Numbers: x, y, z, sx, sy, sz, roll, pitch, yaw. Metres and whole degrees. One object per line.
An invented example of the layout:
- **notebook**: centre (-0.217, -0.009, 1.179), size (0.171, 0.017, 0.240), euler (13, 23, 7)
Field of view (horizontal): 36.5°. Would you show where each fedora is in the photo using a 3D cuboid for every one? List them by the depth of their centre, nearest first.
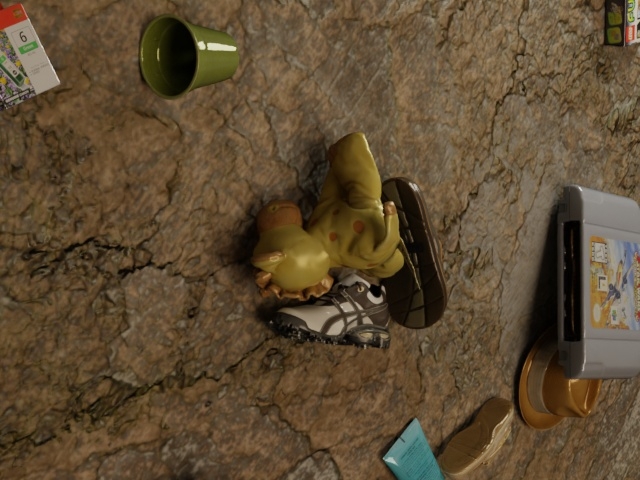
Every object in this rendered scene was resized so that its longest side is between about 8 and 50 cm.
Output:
- **fedora**: centre (0.401, 0.229, 1.577), size (0.194, 0.079, 0.194), euler (-15, 113, -38)

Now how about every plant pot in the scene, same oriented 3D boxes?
- **plant pot**: centre (-0.126, -0.186, 0.983), size (0.079, 0.083, 0.083), euler (-13, 112, -51)

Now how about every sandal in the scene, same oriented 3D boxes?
- **sandal**: centre (0.122, 0.015, 1.273), size (0.060, 0.090, 0.219), euler (-41, 123, -53)

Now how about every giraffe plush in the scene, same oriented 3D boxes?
- **giraffe plush**: centre (0.000, 0.000, 1.107), size (0.170, 0.210, 0.181), euler (-19, 132, -1)

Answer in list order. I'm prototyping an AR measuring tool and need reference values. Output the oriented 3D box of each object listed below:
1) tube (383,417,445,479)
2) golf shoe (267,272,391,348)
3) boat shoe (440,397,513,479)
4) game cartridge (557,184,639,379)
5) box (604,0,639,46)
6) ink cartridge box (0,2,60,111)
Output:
- **tube**: centre (0.155, 0.359, 1.422), size (0.080, 0.052, 0.207), euler (-49, 125, -33)
- **golf shoe**: centre (0.012, 0.083, 1.196), size (0.198, 0.077, 0.094), euler (11, 85, -50)
- **boat shoe**: centre (0.243, 0.310, 1.467), size (0.170, 0.063, 0.059), euler (-38, 127, -36)
- **game cartridge**: centre (0.448, 0.070, 1.535), size (0.198, 0.062, 0.297), euler (6, 82, -39)
- **box**: centre (0.483, -0.408, 1.481), size (0.114, 0.036, 0.207), euler (-21, 116, -36)
- **ink cartridge box**: centre (-0.279, -0.174, 0.834), size (0.063, 0.029, 0.115), euler (-39, 113, -43)
